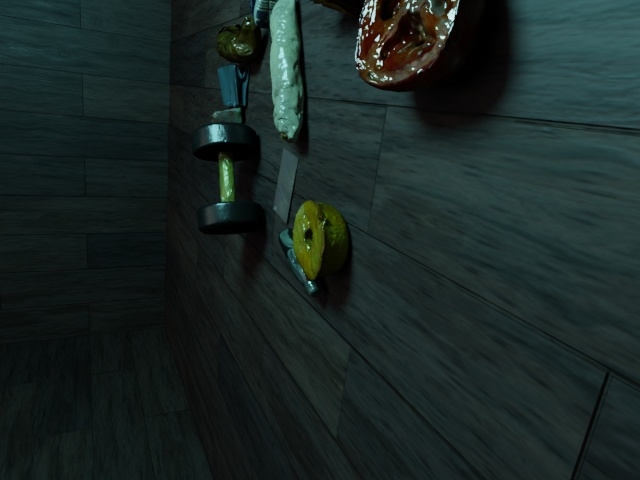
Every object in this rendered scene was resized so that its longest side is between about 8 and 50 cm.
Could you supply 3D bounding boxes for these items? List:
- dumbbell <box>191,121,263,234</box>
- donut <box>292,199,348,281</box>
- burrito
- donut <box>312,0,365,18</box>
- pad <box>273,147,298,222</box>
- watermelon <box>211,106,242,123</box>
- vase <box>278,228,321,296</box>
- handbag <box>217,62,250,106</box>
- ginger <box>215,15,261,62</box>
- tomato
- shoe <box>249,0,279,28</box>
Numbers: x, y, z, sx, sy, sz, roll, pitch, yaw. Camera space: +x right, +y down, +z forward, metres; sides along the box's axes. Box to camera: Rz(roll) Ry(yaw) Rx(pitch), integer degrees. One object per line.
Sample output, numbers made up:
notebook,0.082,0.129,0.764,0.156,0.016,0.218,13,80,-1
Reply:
dumbbell,-0.292,-0.188,1.448,0.204,0.204,0.322,-18,76,62
donut,0.001,-0.001,1.027,0.190,0.075,0.174,-147,59,-63
burrito,-0.089,-0.435,1.178,0.117,0.076,0.391,160,108,-69
donut,0.031,-0.490,0.873,0.217,0.141,0.085,40,117,43
pad,-0.098,-0.154,1.285,0.113,0.006,0.187,46,129,55
watermelon,-0.322,-0.434,1.630,0.180,0.094,0.081,-17,72,47
vase,-0.048,0.057,1.136,0.211,0.060,0.059,63,144,42
handbag,-0.309,-0.547,1.629,0.221,0.057,0.144,32,124,59
ginger,-0.261,-0.632,1.468,0.133,0.107,0.309,-55,34,6
tomato,0.157,-0.321,0.677,0.228,0.101,0.227,-9,79,56
shoe,-0.149,-0.695,1.257,0.106,0.092,0.207,61,146,34
